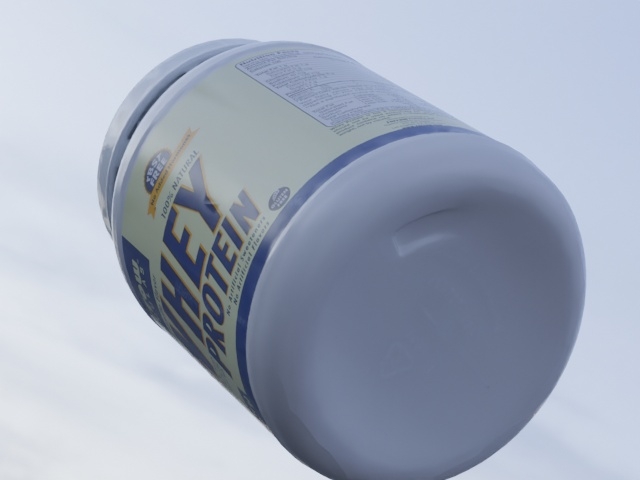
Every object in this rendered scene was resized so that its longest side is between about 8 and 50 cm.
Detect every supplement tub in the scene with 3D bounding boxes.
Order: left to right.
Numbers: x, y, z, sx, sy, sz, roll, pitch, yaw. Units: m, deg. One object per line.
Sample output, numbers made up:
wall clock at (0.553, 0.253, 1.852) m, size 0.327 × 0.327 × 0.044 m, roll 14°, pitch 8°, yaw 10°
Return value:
supplement tub at (0.000, 0.000, 1.270) m, size 0.235 × 0.235 × 0.325 m, roll 35°, pitch 0°, yaw -35°
